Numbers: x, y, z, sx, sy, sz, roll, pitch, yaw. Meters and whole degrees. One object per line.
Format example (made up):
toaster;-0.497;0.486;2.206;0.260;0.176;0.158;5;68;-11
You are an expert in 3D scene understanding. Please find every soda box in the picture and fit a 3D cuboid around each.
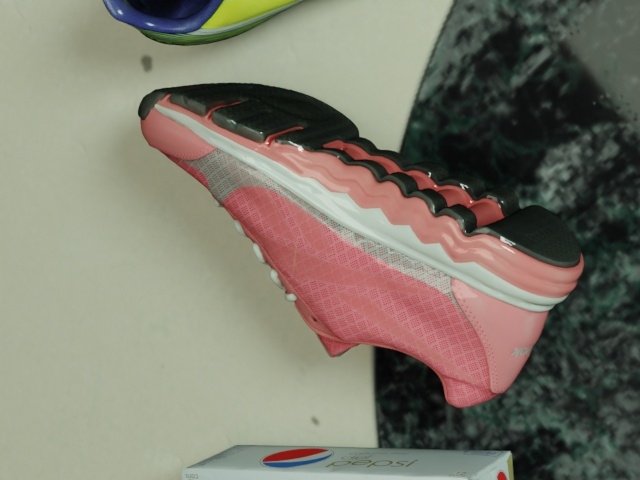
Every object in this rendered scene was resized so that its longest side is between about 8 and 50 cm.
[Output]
soda box;0.018;0.177;0.954;0.216;0.069;0.074;-3;96;32

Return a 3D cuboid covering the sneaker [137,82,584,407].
sneaker;0.000;0.000;0.914;0.314;0.116;0.136;28;111;24

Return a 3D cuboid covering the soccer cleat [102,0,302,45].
soccer cleat;-0.011;-0.194;0.887;0.289;0.121;0.093;-23;86;32
